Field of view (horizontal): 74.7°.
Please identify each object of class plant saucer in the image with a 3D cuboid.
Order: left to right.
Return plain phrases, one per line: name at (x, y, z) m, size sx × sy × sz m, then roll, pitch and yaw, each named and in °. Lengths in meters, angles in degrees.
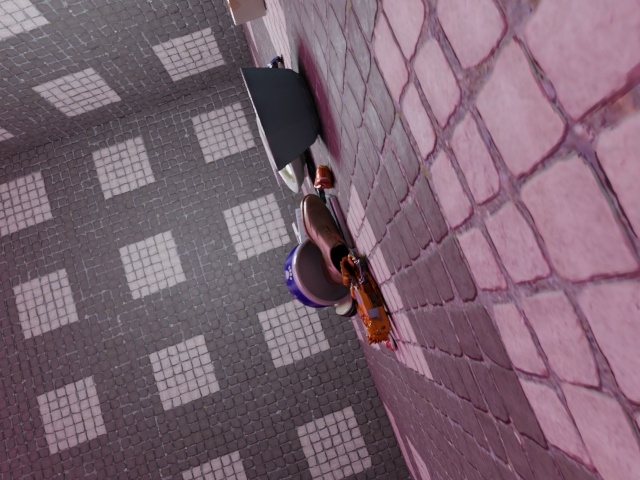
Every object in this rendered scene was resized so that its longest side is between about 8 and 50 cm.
plant saucer at (-0.159, -0.415, 1.927) m, size 0.400 × 0.101 × 0.400 m, roll 59°, pitch 170°, yaw 18°

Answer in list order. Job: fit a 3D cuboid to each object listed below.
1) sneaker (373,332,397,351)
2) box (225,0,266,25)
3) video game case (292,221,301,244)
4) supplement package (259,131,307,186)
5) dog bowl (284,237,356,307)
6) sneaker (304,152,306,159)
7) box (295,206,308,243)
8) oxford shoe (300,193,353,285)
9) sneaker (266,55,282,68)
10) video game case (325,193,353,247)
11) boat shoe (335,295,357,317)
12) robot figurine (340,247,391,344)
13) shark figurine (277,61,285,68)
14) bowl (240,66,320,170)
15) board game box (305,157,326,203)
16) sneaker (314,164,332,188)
sneaker at (0.200, 0.325, 1.357) m, size 0.118 × 0.067 × 0.042 m, roll -116°, pitch 6°, yaw -64°
box at (-0.277, -0.882, 1.355) m, size 0.311 × 0.121 × 0.147 m, roll 77°, pitch 172°, yaw -69°
video game case at (-0.006, 0.024, 2.067) m, size 0.025 × 0.204 × 0.285 m, roll -58°, pitch 43°, yaw 43°
supplement package at (-0.208, -0.487, 2.361) m, size 0.177 × 0.175 × 0.292 m, roll 79°, pitch 170°, yaw -66°
dog bowl at (0.001, 0.116, 1.568) m, size 0.104 × 0.265 × 0.264 m, roll -32°, pitch 76°, yaw 54°
sneaker at (-0.134, -0.451, 2.078) m, size 0.064 × 0.086 × 0.192 m, roll 73°, pitch 175°, yaw -55°
box at (0.000, 0.000, 1.871) m, size 0.262 × 0.127 × 0.231 m, roll 62°, pitch -168°, yaw -52°
oxford shoe at (0.037, -0.014, 1.478) m, size 0.348 × 0.123 × 0.130 m, roll 66°, pitch 156°, yaw 2°
sneaker at (-0.154, -0.626, 1.592) m, size 0.078 × 0.067 × 0.188 m, roll 47°, pitch 171°, yaw 12°
video game case at (0.066, -0.076, 1.549) m, size 0.173 × 0.022 × 0.190 m, roll -124°, pitch 14°, yaw -78°
boat shoe at (0.152, 0.374, 2.338) m, size 0.113 × 0.127 × 0.340 m, roll 41°, pitch 172°, yaw -6°
robot figurine at (0.135, 0.167, 1.302) m, size 0.211 × 0.085 × 0.290 m, roll 77°, pitch 172°, yaw -64°
shark figurine at (-0.086, -0.446, 1.412) m, size 0.116 × 0.166 × 0.278 m, roll 22°, pitch 119°, yaw 52°
bowl at (-0.107, -0.378, 1.248) m, size 0.311 × 0.163 × 0.311 m, roll 160°, pitch 90°, yaw -87°
board game box at (-0.021, -0.262, 1.879) m, size 0.126 × 0.026 × 0.186 m, roll 75°, pitch 173°, yaw -69°
sneaker at (0.012, -0.210, 1.403) m, size 0.175 × 0.064 × 0.067 m, roll 134°, pitch 136°, yaw -82°
